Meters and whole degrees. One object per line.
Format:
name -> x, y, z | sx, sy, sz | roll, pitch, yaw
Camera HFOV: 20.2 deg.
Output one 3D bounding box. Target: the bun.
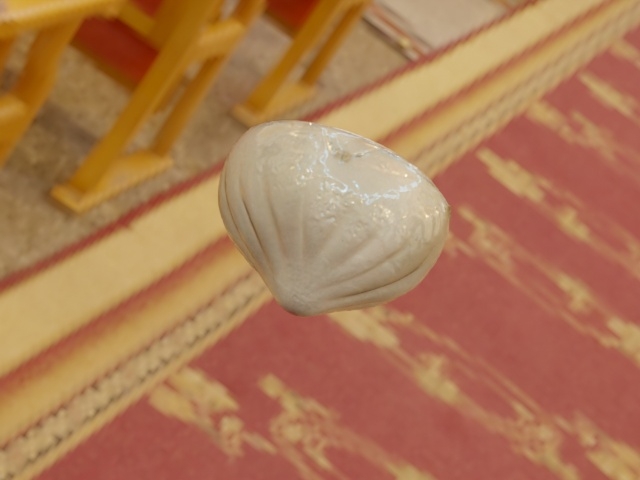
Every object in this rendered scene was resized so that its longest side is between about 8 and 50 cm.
bun -> 0.000, 0.000, 1.026 | 0.138, 0.138, 0.094 | 28, 70, -18
